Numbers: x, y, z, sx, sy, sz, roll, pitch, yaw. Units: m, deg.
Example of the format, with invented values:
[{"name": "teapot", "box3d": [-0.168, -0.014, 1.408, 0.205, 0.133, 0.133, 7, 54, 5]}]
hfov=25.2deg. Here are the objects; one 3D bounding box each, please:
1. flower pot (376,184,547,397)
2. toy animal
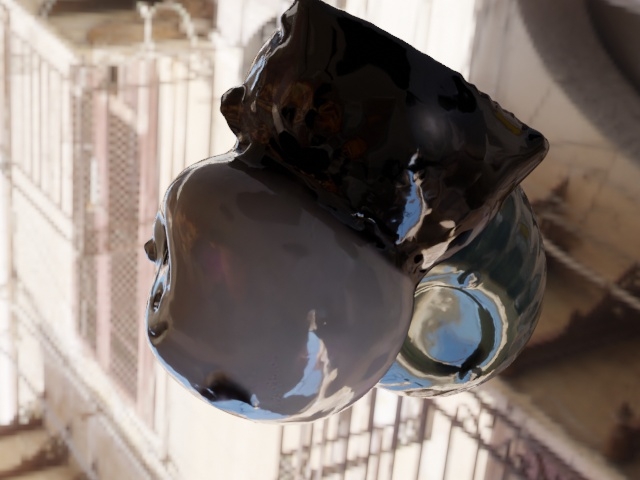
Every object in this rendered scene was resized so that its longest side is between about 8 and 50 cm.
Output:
[{"name": "flower pot", "box3d": [0.070, 0.015, 1.056, 0.189, 0.243, 0.157, -29, -137, 9]}, {"name": "toy animal", "box3d": [-0.005, -0.007, 0.813, 0.165, 0.235, 0.187, 36, -178, 9]}]
